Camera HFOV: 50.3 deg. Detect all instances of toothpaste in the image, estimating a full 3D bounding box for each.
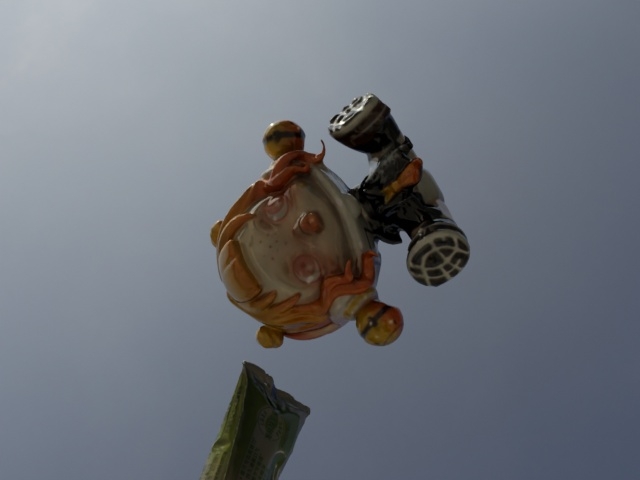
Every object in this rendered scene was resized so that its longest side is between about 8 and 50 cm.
[{"bbox_3d":[-0.068,0.203,0.477,0.078,0.248,0.047,41,-45,-22],"label":"toothpaste"}]

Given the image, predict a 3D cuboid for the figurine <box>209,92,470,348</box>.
[{"bbox_3d":[0.003,0.000,0.877,0.323,0.196,0.320,-29,-107,11],"label":"figurine"}]
